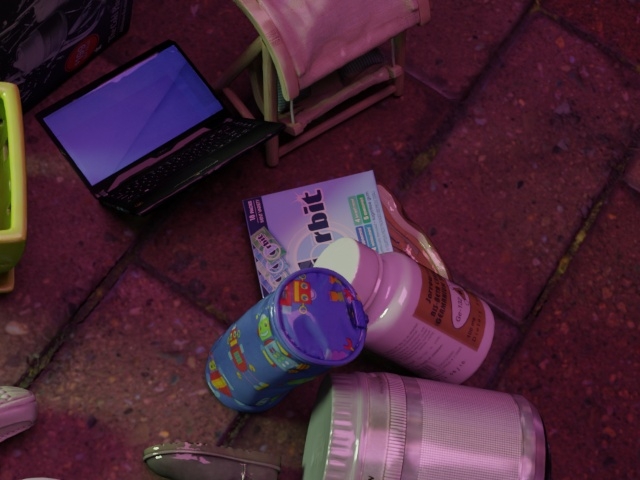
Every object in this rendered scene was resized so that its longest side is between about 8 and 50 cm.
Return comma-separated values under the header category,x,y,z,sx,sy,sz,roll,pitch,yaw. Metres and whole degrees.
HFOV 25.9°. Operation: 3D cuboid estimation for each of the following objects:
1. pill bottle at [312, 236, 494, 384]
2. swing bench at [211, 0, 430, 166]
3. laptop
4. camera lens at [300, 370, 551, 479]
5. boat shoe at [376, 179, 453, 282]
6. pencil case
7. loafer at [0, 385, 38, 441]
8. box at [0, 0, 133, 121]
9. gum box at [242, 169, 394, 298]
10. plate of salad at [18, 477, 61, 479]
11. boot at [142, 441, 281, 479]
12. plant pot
category,x,y,z,sx,sy,sz,roll,pitch,yaw
pill bottle,0.101,0.089,1.779,0.229,0.131,0.131,29,57,-29
swing bench,0.003,-0.274,1.918,0.253,0.254,0.165,-32,74,-24
laptop,-0.218,-0.159,1.866,0.234,0.264,0.136,-33,111,-18
camera lens,0.127,0.279,1.687,0.274,0.219,0.219,10,62,-7
boat shoe,0.105,0.007,1.915,0.072,0.068,0.190,-33,64,-12
pencil case,-0.042,0.126,1.689,0.133,0.306,0.119,-7,76,-22
loafer,-0.483,0.261,1.640,0.319,0.112,0.111,-19,105,-21
box,-0.403,-0.335,1.811,0.179,0.343,0.312,42,63,9
gum box,0.000,0.000,1.875,0.184,0.041,0.157,-13,67,0
plate of salad,-0.321,0.371,1.590,0.200,0.048,0.199,10,63,-20
boot,-0.131,0.355,1.686,0.190,0.076,0.208,7,69,-6
plant pot,-0.482,-0.050,1.727,0.228,0.207,0.227,-2,64,-13
